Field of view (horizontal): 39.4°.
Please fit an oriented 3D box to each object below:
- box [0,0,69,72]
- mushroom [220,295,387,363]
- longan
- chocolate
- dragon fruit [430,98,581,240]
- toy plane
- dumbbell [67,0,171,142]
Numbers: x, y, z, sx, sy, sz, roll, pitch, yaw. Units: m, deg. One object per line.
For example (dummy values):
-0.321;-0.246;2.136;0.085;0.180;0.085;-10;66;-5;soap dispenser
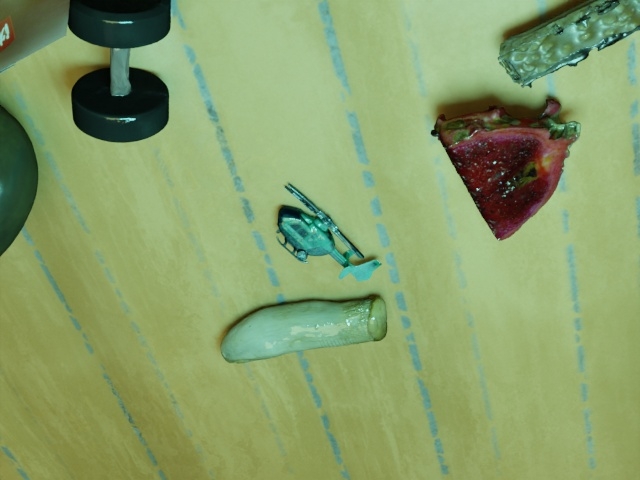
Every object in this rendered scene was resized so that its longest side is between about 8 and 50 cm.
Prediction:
-0.588;-0.329;1.156;0.385;0.344;0.122;26;130;11;box
-0.035;0.175;1.716;0.351;0.095;0.123;-11;144;18;mushroom
-0.622;-0.079;1.484;0.288;0.288;0.350;39;112;-22;longan
0.409;-0.325;1.272;0.329;0.065;0.102;-25;153;24;chocolate
0.299;-0.145;1.404;0.211;0.134;0.262;-23;139;10;dragon fruit
0.000;0.000;1.596;0.235;0.060;0.096;42;109;-19;toy plane
-0.303;-0.274;1.352;0.152;0.152;0.218;9;129;0;dumbbell
